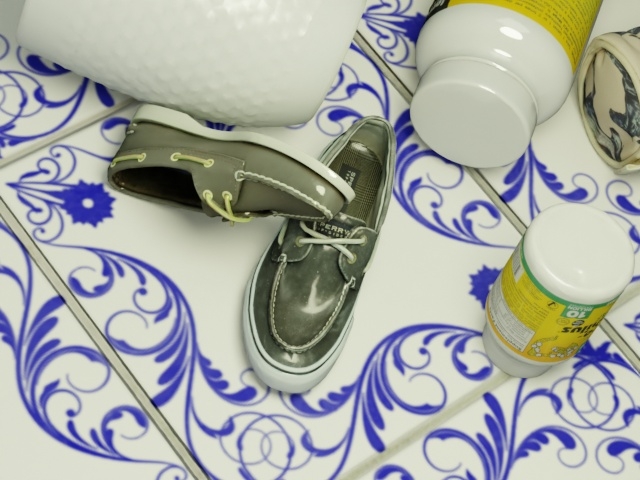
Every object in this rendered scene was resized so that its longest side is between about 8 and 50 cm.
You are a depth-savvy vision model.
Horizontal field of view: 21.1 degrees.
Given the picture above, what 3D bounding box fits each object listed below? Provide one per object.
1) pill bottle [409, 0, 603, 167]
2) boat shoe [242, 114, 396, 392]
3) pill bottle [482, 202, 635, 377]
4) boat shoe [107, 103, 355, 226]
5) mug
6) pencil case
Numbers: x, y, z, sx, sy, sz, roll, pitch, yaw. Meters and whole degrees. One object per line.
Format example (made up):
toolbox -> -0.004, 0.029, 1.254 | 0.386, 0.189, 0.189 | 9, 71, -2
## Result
pill bottle -> 0.221, -0.253, 2.011 | 0.188, 0.188, 0.334 | 24, 55, 0
boat shoe -> 0.000, 0.000, 1.833 | 0.121, 0.119, 0.335 | 18, 56, -4
pill bottle -> 0.242, 0.061, 1.808 | 0.117, 0.208, 0.118 | 7, 57, -11
boat shoe -> -0.099, -0.062, 1.798 | 0.305, 0.109, 0.091 | 17, 67, 37
mug -> -0.123, -0.292, 1.918 | 0.328, 0.276, 0.374 | 24, 25, -6
pencil case -> 0.498, -0.201, 2.071 | 0.410, 0.160, 0.184 | -17, 75, -24
